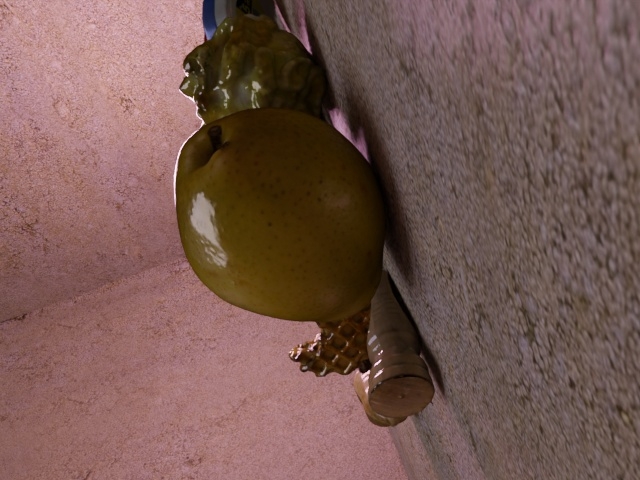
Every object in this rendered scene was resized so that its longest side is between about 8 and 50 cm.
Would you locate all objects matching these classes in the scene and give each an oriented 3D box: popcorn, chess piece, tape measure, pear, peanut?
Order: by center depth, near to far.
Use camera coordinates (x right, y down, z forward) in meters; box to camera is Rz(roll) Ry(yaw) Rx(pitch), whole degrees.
[{"bbox_3d":[-0.064,-0.039,1.160,0.418,0.362,0.362,41,-166,-34],"label":"pear"},{"bbox_3d":[0.144,0.196,1.340,0.301,0.137,0.137,-94,-9,-47],"label":"chess piece"},{"bbox_3d":[-0.132,-0.295,1.375,0.312,0.312,0.312,160,90,-87],"label":"popcorn"},{"bbox_3d":[-0.188,-0.456,1.603,0.215,0.098,0.351,18,-116,-56],"label":"tape measure"},{"bbox_3d":[0.180,0.453,1.942,0.305,0.147,0.147,-118,9,-72],"label":"peanut"}]

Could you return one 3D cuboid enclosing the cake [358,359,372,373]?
[{"bbox_3d":[0.126,0.278,2.026,0.135,0.112,0.246,74,173,-78],"label":"cake"}]

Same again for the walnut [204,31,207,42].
[{"bbox_3d":[-0.248,-0.589,2.060,0.244,0.222,0.269,28,-116,-55],"label":"walnut"}]

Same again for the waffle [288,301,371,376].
[{"bbox_3d":[0.031,0.225,1.861,0.151,0.261,0.324,-66,-29,-68],"label":"waffle"}]
